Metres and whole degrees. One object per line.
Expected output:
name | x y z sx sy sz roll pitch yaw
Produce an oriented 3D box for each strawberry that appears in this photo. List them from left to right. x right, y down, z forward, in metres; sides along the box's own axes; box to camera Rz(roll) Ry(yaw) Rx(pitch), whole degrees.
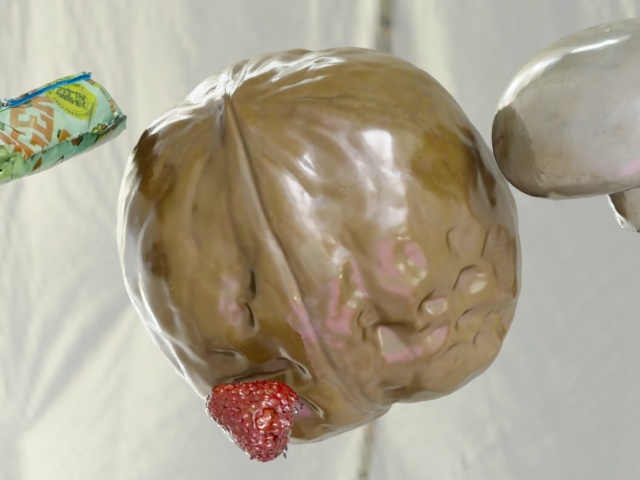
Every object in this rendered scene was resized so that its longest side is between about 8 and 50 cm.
strawberry | -0.058 0.150 1.680 0.073 0.083 0.073 10 90 -88

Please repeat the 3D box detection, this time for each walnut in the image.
walnut | 0.000 0.000 1.812 0.308 0.354 0.398 -110 175 -45

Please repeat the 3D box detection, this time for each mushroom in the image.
mushroom | 0.256 -0.095 1.686 0.226 0.226 0.178 21 -51 57

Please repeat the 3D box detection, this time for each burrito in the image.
burrito | -0.266 -0.105 1.725 0.054 0.288 0.104 -34 -92 31
